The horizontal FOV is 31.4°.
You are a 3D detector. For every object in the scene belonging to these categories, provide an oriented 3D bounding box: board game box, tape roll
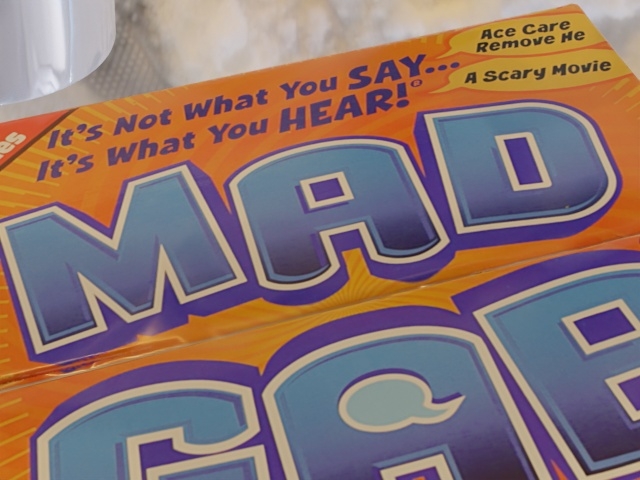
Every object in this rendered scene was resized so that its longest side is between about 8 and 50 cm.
[{"bbox_3d":[0.026,0.150,0.591,0.357,0.356,0.356,-13,135,-8],"label":"board game box"},{"bbox_3d":[-0.302,-0.251,0.989,0.246,0.246,0.169,3,131,-3],"label":"tape roll"}]
